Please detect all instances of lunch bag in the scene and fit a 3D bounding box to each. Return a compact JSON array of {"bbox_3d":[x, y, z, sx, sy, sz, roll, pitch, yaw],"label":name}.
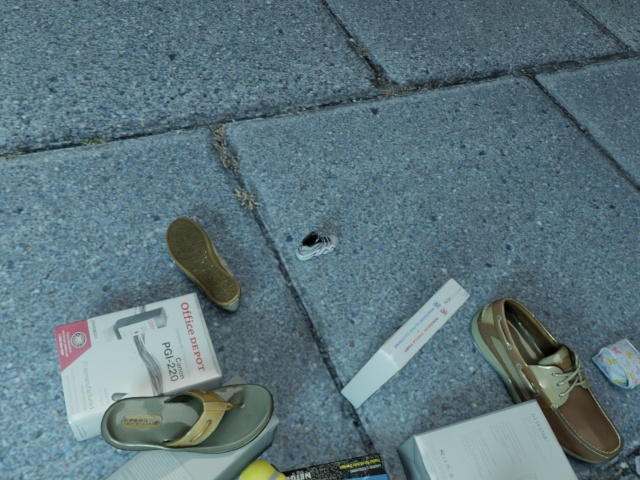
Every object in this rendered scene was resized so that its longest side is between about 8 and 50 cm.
[{"bbox_3d":[0.580,0.240,0.996,0.071,0.053,0.083,-14,49,-25],"label":"lunch bag"}]

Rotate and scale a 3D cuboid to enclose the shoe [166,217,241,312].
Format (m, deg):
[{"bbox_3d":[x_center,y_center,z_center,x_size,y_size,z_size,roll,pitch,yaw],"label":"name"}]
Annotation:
[{"bbox_3d":[-0.214,0.046,0.952,0.077,0.058,0.219,-35,63,-10],"label":"shoe"}]

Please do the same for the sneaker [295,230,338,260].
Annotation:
[{"bbox_3d":[0.000,0.000,1.021,0.098,0.069,0.038,-27,65,-28],"label":"sneaker"}]

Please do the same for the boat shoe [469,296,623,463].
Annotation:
[{"bbox_3d":[0.397,0.237,0.913,0.123,0.116,0.324,-27,65,-29],"label":"boat shoe"}]

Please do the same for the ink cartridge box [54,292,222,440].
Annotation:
[{"bbox_3d":[-0.277,0.189,0.805,0.218,0.092,0.158,-12,58,-23],"label":"ink cartridge box"}]

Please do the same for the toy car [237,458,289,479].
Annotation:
[{"bbox_3d":[-0.009,0.413,0.671,0.239,0.053,0.224,14,54,-3],"label":"toy car"}]

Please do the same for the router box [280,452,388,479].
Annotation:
[{"bbox_3d":[0.018,0.394,0.753,0.179,0.046,0.133,-5,57,-16],"label":"router box"}]

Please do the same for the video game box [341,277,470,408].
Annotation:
[{"bbox_3d":[0.133,0.171,0.845,0.048,0.205,0.187,43,57,13],"label":"video game box"}]

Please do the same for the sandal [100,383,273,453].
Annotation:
[{"bbox_3d":[-0.169,0.222,0.669,0.220,0.060,0.089,2,52,-9],"label":"sandal"}]

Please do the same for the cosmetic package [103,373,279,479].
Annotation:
[{"bbox_3d":[-0.178,0.310,0.719,0.238,0.127,0.107,-33,66,-29],"label":"cosmetic package"}]

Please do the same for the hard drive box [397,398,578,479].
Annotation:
[{"bbox_3d":[0.265,0.369,0.803,0.232,0.089,0.181,-8,57,-18],"label":"hard drive box"}]
